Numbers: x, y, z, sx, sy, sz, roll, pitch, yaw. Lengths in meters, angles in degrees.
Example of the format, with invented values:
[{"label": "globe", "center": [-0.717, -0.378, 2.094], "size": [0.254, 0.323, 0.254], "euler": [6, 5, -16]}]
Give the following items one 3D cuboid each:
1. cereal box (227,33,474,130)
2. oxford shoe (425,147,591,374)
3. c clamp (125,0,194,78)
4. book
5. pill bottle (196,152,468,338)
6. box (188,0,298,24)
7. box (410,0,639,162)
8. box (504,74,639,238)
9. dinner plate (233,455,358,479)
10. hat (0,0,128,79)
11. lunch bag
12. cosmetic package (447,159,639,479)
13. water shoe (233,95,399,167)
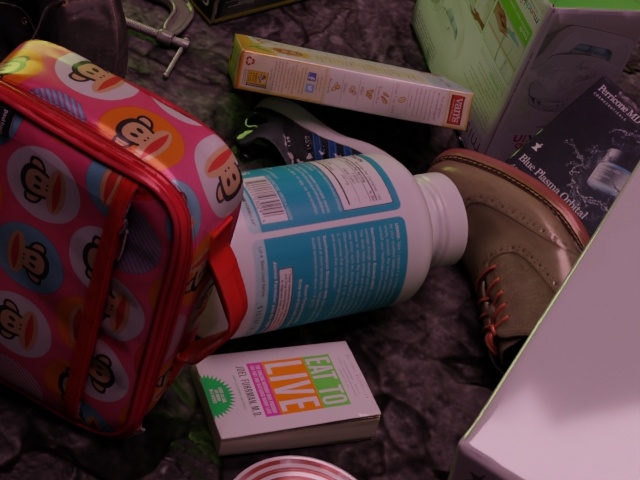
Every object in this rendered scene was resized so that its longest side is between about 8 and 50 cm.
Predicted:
[{"label": "cereal box", "center": [0.027, -0.166, 1.459], "size": [0.240, 0.047, 0.173], "euler": [11, 11, -8]}, {"label": "oxford shoe", "center": [0.193, 0.048, 1.312], "size": [0.130, 0.123, 0.348], "euler": [-25, 58, -29]}, {"label": "c clamp", "center": [-0.208, -0.252, 1.539], "size": [0.161, 0.022, 0.137], "euler": [25, 45, 6]}, {"label": "book", "center": [-0.032, 0.136, 1.218], "size": [0.144, 0.035, 0.096], "euler": [-5, 45, -21]}, {"label": "pill bottle", "center": [0.000, 0.000, 1.275], "size": [0.264, 0.146, 0.146], "euler": [-9, 51, -26]}, {"label": "box", "center": [-0.066, -0.396, 1.688], "size": [0.322, 0.079, 0.257], "euler": [-22, 59, -34]}, {"label": "box", "center": [0.215, -0.243, 1.520], "size": [0.127, 0.231, 0.262], "euler": [-1, 47, -20]}, {"label": "box", "center": [0.284, -0.052, 1.405], "size": [0.158, 0.093, 0.156], "euler": [-41, 64, -3]}, {"label": "dinner plate", "center": [-0.014, 0.236, 1.133], "size": [0.141, 0.017, 0.141], "euler": [9, 46, -10]}, {"label": "hat", "center": [-0.346, -0.194, 1.360], "size": [0.331, 0.134, 0.331], "euler": [6, 65, -13]}, {"label": "lunch bag", "center": [-0.178, 0.013, 1.103], "size": [0.258, 0.293, 0.120], "euler": [29, 41, 11]}, {"label": "cosmetic package", "center": [0.277, 0.112, 1.127], "size": [0.217, 0.156, 0.385], "euler": [30, 58, 15]}, {"label": "water shoe", "center": [0.005, -0.067, 1.410], "size": [0.203, 0.073, 0.080], "euler": [31, 66, 19]}]
